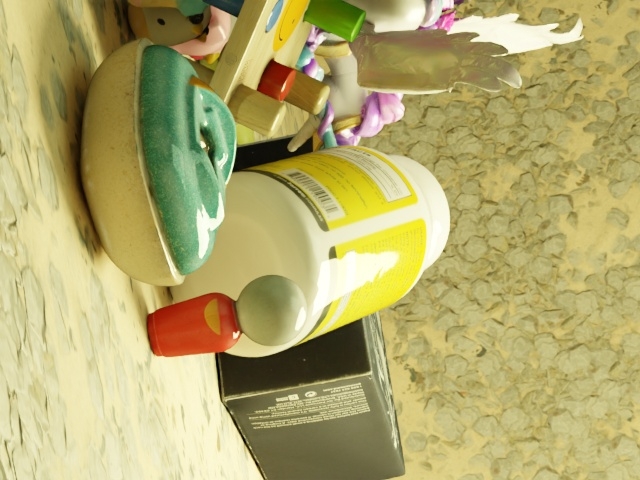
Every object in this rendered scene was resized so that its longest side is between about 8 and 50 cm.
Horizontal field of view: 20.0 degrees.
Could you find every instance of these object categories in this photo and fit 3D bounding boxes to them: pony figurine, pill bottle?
[{"bbox_3d":[0.082,-0.265,2.044,0.303,0.351,0.363,-24,105,-58],"label":"pony figurine"},{"bbox_3d":[0.000,0.000,1.925,0.334,0.188,0.188,-17,97,-57],"label":"pill bottle"}]

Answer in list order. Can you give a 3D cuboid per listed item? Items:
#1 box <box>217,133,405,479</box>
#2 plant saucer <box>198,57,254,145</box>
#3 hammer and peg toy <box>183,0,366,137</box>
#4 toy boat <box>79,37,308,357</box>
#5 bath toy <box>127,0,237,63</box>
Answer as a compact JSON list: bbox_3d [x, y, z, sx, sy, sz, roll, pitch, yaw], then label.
[{"bbox_3d":[-0.021,0.094,2.241,0.312,0.179,0.343,73,8,-60],"label":"box"},{"bbox_3d":[-0.130,-0.190,2.485,0.241,0.037,0.241,-12,90,-86],"label":"plant saucer"},{"bbox_3d":[-0.058,-0.187,1.843,0.361,0.127,0.266,-65,172,15],"label":"hammer and peg toy"},{"bbox_3d":[-0.112,-0.028,1.629,0.267,0.148,0.318,-95,172,-55],"label":"toy boat"},{"bbox_3d":[-0.138,-0.265,2.001,0.151,0.129,0.348,-58,174,-2],"label":"bath toy"}]
